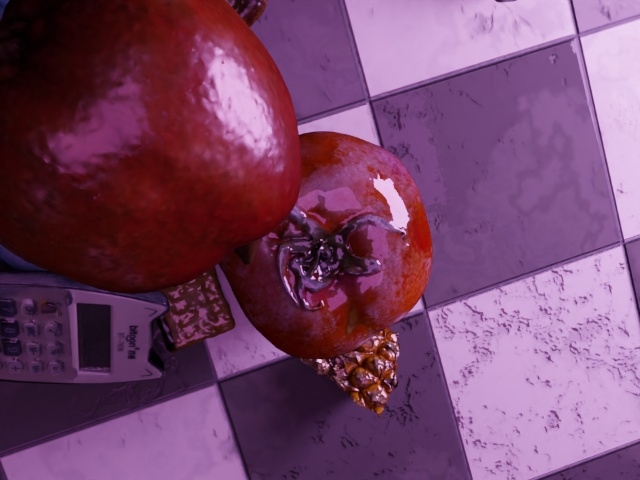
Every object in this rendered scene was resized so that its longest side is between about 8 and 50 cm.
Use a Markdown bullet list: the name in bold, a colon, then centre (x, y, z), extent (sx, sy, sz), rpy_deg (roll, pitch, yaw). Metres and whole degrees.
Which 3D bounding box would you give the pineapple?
- **pineapple**: centre (0.029, 0.138, 1.290), extent (0.114, 0.077, 0.114), rpy_deg (14, 63, -4)

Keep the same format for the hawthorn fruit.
- **hawthorn fruit**: centre (-0.161, -0.100, 0.980), extent (0.311, 0.295, 0.295), rpy_deg (13, 98, -14)

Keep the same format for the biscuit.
- **biscuit**: centre (-0.141, 0.072, 1.253), extent (0.081, 0.018, 0.083), rpy_deg (-22, 106, -7)

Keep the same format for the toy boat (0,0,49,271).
- **toy boat**: centre (-0.291, -0.108, 1.152), extent (0.215, 0.123, 0.330), rpy_deg (-41, 118, -4)

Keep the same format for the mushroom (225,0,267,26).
- **mushroom**: centre (-0.134, -0.282, 1.079), extent (0.227, 0.217, 0.148), rpy_deg (25, 96, -16)

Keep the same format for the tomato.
- **tomato**: centre (0.004, -0.002, 1.182), extent (0.232, 0.188, 0.232), rpy_deg (-1, 98, -7)

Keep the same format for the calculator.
- **calculator**: centre (-0.289, 0.091, 1.169), extent (0.268, 0.040, 0.177), rpy_deg (1, 140, -11)

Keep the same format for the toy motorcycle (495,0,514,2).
- **toy motorcycle**: centre (0.138, -0.377, 1.169), extent (0.205, 0.127, 0.275), rpy_deg (-8, 100, -14)
